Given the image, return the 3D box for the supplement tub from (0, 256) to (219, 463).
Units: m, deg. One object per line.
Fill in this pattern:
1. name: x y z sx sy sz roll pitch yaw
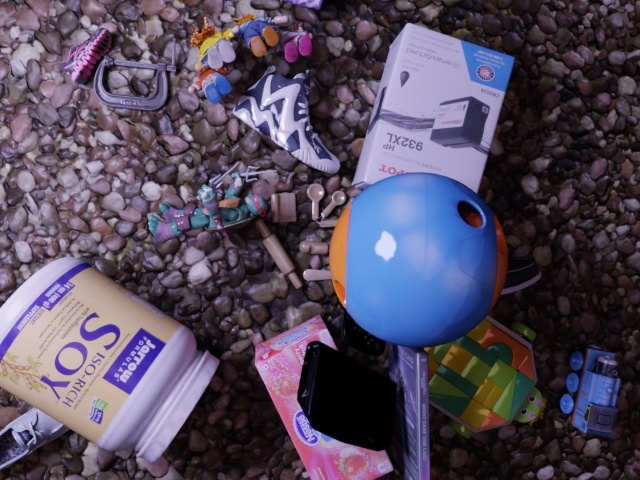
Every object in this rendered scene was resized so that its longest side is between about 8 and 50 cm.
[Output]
1. supplement tub: -0.373 0.210 0.841 0.331 0.241 0.241 34 88 -6

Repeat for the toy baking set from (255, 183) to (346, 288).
1. toy baking set: -0.007 0.002 0.979 0.196 0.030 0.256 -28 95 -5

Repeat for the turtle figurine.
1. turtle figurine: -0.190 -0.065 0.893 0.234 0.175 0.118 -17 96 7

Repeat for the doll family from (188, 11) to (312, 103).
1. doll family: -0.146 -0.372 0.892 0.263 0.163 0.118 -27 125 -4

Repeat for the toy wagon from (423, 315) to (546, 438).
1. toy wagon: 0.349 0.283 1.010 0.344 0.068 0.267 34 89 -6

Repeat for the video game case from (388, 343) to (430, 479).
1. video game case: 0.168 0.326 0.927 0.026 0.196 0.274 -1 92 -7

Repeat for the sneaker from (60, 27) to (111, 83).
1. sneaker: -0.450 -0.361 0.913 0.057 0.047 0.119 35 87 5

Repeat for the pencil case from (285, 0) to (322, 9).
1. pencil case: -0.081 -0.514 0.923 0.206 0.088 0.086 12 93 -7

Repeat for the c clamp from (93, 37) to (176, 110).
1. c clamp: -0.359 -0.323 0.935 0.160 0.022 0.137 -2 97 -8

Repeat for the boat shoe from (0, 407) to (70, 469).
1. boat shoe: -0.548 0.366 0.907 0.227 0.081 0.079 -35 95 -4

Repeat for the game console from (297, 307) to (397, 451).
1. game console: 0.068 0.180 0.880 0.213 0.044 0.361 35 50 -33

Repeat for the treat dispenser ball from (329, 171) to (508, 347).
1. treat dispenser ball: 0.157 0.031 0.797 0.288 0.288 0.288 0 92 -6

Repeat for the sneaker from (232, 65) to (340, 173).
1. sneaker: -0.035 -0.246 0.934 0.235 0.094 0.153 34 97 4

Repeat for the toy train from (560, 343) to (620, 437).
1. toy train: 0.579 0.317 1.018 0.080 0.105 0.184 12 91 -7

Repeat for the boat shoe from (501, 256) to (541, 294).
1. boat shoe: 0.297 0.065 0.974 0.302 0.114 0.091 -13 99 -6

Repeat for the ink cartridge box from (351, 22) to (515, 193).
1. ink cartridge box: 0.216 -0.226 0.945 0.223 0.129 0.308 15 91 -6

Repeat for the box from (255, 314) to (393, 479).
1. box: 0.001 0.320 0.936 0.154 0.142 0.300 -25 95 -4
